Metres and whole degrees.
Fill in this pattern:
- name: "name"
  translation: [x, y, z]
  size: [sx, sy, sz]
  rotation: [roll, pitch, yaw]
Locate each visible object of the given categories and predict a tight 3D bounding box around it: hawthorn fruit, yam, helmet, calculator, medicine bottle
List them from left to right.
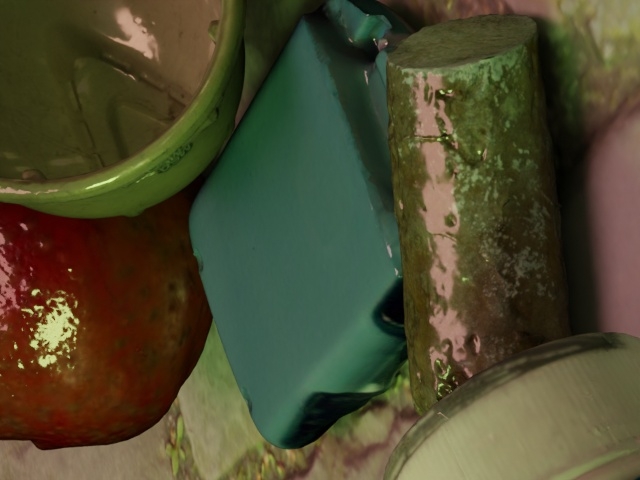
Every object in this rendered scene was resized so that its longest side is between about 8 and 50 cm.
- name: "hawthorn fruit"
  translation: [-0.156, 0.004, 1.090]
  size: [0.215, 0.215, 0.250]
  rotation: [41, 121, 52]
- name: "helmet"
  translation: [-0.132, -0.101, 0.960]
  size: [0.257, 0.204, 0.137]
  rotation: [51, 177, 28]
- name: "calculator"
  translation: [0.000, 0.000, 0.928]
  size: [0.293, 0.051, 0.173]
  rotation: [-53, 53, 56]
- name: "yam"
  translation: [0.069, -0.006, 0.762]
  size: [0.078, 0.078, 0.179]
  rotation: [11, 107, 62]
- name: "medicine bottle"
  translation: [0.127, 0.168, 0.627]
  size: [0.258, 0.143, 0.143]
  rotation: [62, 148, 31]
